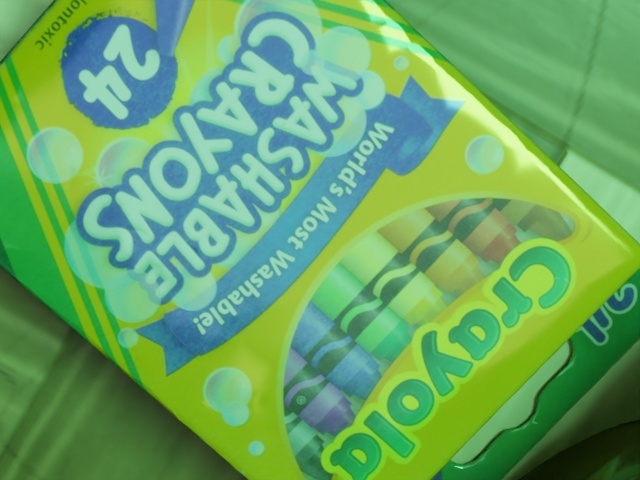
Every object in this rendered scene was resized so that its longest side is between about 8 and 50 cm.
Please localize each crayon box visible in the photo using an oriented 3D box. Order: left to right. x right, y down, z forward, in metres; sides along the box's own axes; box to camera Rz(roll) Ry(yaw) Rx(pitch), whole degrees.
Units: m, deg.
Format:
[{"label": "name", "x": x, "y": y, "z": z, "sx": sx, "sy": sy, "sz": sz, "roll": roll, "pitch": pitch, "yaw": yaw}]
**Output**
[{"label": "crayon box", "x": 0.000, "y": 0.000, "z": 0.624, "sx": 0.323, "sy": 0.083, "sz": 0.203, "roll": 42, "pitch": 97, "yaw": -9}]

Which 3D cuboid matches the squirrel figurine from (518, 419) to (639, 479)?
[{"label": "squirrel figurine", "x": 0.255, "y": 0.228, "z": 0.561, "sx": 0.370, "sy": 0.281, "sz": 0.397, "roll": 44, "pitch": 91, "yaw": 0}]
